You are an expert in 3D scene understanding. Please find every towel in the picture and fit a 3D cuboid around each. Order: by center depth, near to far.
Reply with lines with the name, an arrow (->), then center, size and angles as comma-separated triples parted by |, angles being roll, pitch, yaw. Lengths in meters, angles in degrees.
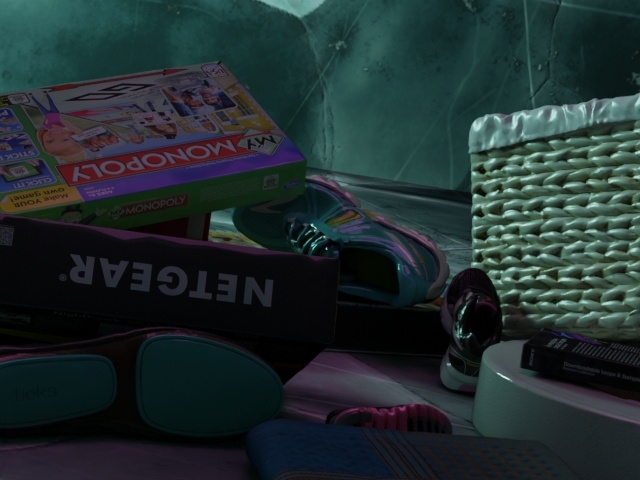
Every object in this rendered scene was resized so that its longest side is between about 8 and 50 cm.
towel -> 0.101, 0.210, 1.178 | 0.271, 0.040, 0.370 | 6, 10, -13

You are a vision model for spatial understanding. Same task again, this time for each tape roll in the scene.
tape roll -> 0.341, 0.176, 1.567 | 0.392, 0.072, 0.392 | 10, 8, -1

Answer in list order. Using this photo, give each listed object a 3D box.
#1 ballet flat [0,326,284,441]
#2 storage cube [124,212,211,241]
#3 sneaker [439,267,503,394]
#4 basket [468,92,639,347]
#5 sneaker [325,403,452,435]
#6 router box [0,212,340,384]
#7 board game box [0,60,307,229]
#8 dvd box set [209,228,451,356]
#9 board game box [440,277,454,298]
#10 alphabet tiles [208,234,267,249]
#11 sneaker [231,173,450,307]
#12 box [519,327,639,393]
ballet flat -> -0.170, 0.115, 1.344 | 0.280, 0.095, 0.096 | 6, 0, -28
storage cube -> -0.226, 0.000, 1.738 | 0.193, 0.184, 0.215 | 9, 10, 2
sneaker -> 0.173, 0.084, 1.752 | 0.072, 0.077, 0.178 | 14, 38, -8
basket -> 0.379, -0.002, 1.853 | 0.328, 0.266, 0.331 | 11, -9, -36
sneaker -> 0.058, 0.165, 1.439 | 0.119, 0.047, 0.057 | 8, -3, -22
router box -> -0.157, 0.060, 1.469 | 0.308, 0.081, 0.243 | 8, -15, -11
board game box -> -0.201, -0.091, 1.623 | 0.317, 0.046, 0.213 | -12, 38, -25
dvd box set -> -0.044, 0.056, 1.997 | 0.307, 0.062, 0.420 | 6, 9, -26
board game box -> 0.187, 0.085, 2.162 | 0.136, 0.035, 0.201 | 14, 9, 31
alphabet tiles -> -0.057, 0.024, 1.956 | 0.237, 0.009, 0.198 | 15, 10, 29
sneaker -> 0.013, 0.000, 1.837 | 0.275, 0.107, 0.110 | 22, 22, 23
box -> 0.279, 0.119, 1.547 | 0.162, 0.029, 0.116 | 13, 8, 16
